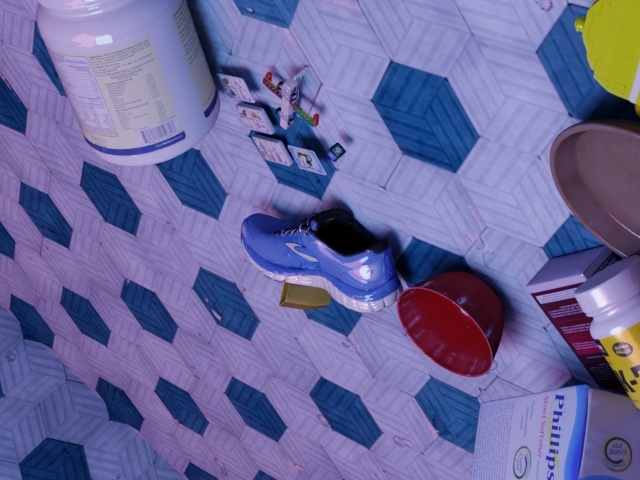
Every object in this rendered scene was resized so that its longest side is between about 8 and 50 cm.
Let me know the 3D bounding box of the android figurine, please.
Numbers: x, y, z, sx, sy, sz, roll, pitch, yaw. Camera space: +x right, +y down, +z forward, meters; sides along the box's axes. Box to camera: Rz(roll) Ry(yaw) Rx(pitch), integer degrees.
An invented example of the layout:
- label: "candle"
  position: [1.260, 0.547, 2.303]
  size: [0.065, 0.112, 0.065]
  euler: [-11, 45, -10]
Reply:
- label: "android figurine"
  position: [0.407, -0.210, 1.457]
  size: [0.273, 0.056, 0.248]
  euler: [30, 147, 23]

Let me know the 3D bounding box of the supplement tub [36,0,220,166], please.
- label: "supplement tub"
  position: [-0.309, -0.307, 2.070]
  size: [0.235, 0.235, 0.325]
  euler: [20, 141, 37]

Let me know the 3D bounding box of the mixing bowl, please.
- label: "mixing bowl"
  position: [0.220, 0.115, 2.048]
  size: [0.181, 0.098, 0.181]
  euler: [32, 148, 23]

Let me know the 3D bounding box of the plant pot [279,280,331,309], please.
- label: "plant pot"
  position: [-0.020, 0.083, 2.324]
  size: [0.083, 0.081, 0.081]
  euler: [14, 168, -8]

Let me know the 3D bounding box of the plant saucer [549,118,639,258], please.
- label: "plant saucer"
  position: [0.411, -0.052, 1.622]
  size: [0.278, 0.041, 0.278]
  euler: [36, 159, 16]

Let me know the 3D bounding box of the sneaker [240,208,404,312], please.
- label: "sneaker"
  position: [0.000, 0.000, 2.195]
  size: [0.330, 0.130, 0.147]
  euler: [18, 126, 35]

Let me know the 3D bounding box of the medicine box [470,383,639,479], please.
- label: "medicine box"
  position: [0.402, 0.316, 1.872]
  size: [0.263, 0.149, 0.289]
  euler: [15, 162, -21]

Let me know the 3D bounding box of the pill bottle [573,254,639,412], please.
- label: "pill bottle"
  position: [0.427, 0.131, 1.698]
  size: [0.208, 0.119, 0.119]
  euler: [57, 150, -1]

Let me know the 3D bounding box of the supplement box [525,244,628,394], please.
- label: "supplement box"
  position: [0.413, 0.127, 1.843]
  size: [0.239, 0.073, 0.130]
  euler: [53, 151, -11]

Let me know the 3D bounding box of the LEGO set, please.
- label: "LEGO set"
  position: [-0.049, -0.195, 2.088]
  size: [0.244, 0.060, 0.182]
  euler: [19, 145, 53]
